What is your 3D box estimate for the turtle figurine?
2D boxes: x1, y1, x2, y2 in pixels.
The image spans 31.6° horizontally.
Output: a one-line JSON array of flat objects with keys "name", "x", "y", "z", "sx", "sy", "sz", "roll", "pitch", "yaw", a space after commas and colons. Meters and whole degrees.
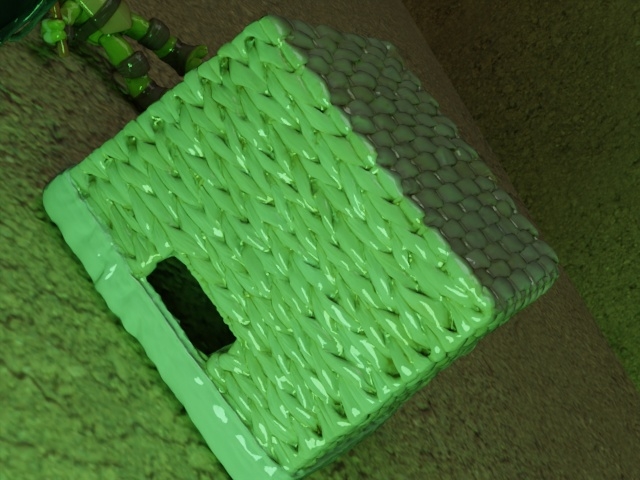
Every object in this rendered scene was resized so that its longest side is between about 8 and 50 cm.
[{"name": "turtle figurine", "x": -0.234, "y": -0.230, "z": 1.210, "sx": 0.217, "sy": 0.087, "sz": 0.269, "roll": 45, "pitch": 40, "yaw": -24}]

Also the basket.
[{"name": "basket", "x": 0.000, "y": 0.000, "z": 1.015, "sx": 0.328, "sy": 0.266, "sz": 0.331, "roll": 54, "pitch": 21, "yaw": 10}]

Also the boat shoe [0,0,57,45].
[{"name": "boat shoe", "x": -0.264, "y": -0.243, "z": 0.892, "sx": 0.156, "sy": 0.186, "sz": 0.500, "roll": 13, "pitch": 46, "yaw": -19}]
